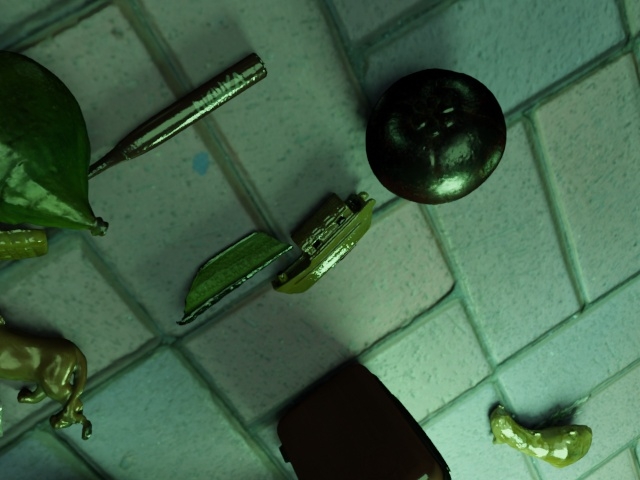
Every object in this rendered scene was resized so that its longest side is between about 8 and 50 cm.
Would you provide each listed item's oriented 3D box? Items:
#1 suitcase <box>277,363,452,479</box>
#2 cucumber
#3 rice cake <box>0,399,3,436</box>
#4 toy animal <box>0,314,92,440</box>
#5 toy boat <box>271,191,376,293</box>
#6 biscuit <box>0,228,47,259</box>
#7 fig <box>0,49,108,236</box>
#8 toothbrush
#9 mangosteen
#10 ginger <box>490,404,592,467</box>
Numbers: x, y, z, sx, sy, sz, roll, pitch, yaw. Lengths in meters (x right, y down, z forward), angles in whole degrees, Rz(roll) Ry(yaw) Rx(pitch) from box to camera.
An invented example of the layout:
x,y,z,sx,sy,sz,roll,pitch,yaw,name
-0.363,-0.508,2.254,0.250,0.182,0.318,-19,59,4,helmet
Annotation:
x,y,z,sx,sy,sz,roll,pitch,yaw,name
0.075,0.389,1.041,0.236,0.297,0.161,-37,127,-3,suitcase
-0.150,0.054,0.958,0.220,0.070,0.046,-35,157,-6,cucumber
-0.671,0.254,0.836,0.399,0.064,0.070,7,98,-23,rice cake
-0.461,0.171,0.870,0.312,0.097,0.157,27,93,-29,toy animal
0.000,0.000,0.991,0.226,0.068,0.088,-44,114,3,toy boat
-0.485,0.013,0.745,0.255,0.172,0.029,-3,85,-24,biscuit
-0.352,-0.094,0.710,0.203,0.235,0.203,-42,159,-20,fig
-0.233,-0.161,0.852,0.364,0.041,0.041,-34,118,-5,toothbrush
0.175,-0.156,0.928,0.216,0.216,0.216,-7,113,-18,mangosteen
0.507,0.450,1.351,0.295,0.086,0.131,24,122,-22,ginger
